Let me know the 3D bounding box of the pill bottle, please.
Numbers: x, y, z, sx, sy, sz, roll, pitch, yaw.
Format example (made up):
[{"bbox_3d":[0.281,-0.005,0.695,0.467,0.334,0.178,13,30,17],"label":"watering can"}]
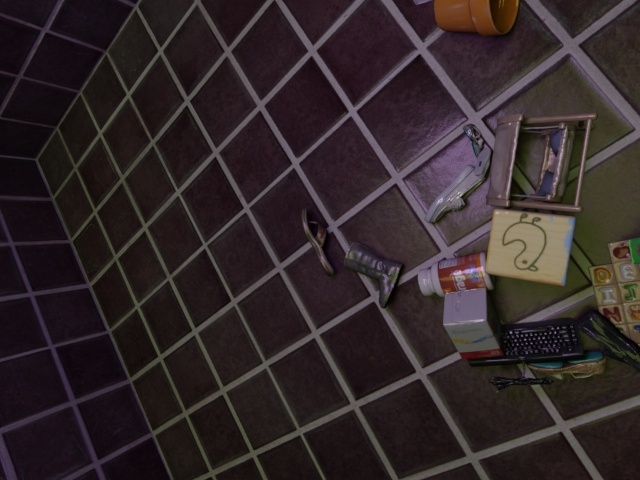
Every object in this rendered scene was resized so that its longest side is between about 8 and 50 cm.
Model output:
[{"bbox_3d":[0.428,0.116,1.306,0.216,0.121,0.121,-16,85,30],"label":"pill bottle"}]

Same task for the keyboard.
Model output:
[{"bbox_3d":[0.598,0.341,1.222,0.317,0.033,0.201,-16,54,31],"label":"keyboard"}]

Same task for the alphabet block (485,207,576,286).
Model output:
[{"bbox_3d":[0.593,0.011,1.164,0.197,0.193,0.192,8,96,29],"label":"alphabet block"}]

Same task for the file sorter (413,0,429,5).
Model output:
[{"bbox_3d":[0.389,-0.874,1.226,0.278,0.193,0.172,-2,89,30],"label":"file sorter"}]

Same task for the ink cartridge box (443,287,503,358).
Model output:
[{"bbox_3d":[0.462,0.252,1.246,0.128,0.128,0.176,-15,126,31],"label":"ink cartridge box"}]

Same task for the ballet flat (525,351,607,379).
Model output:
[{"bbox_3d":[0.712,0.370,1.193,0.206,0.073,0.067,-15,100,33],"label":"ballet flat"}]

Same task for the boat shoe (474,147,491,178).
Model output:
[{"bbox_3d":[0.503,-0.236,1.266,0.035,0.035,0.100,4,65,48],"label":"boat shoe"}]

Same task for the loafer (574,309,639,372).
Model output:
[{"bbox_3d":[0.804,0.290,1.119,0.223,0.076,0.078,48,120,23],"label":"loafer"}]

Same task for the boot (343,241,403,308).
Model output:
[{"bbox_3d":[0.175,0.123,1.479,0.209,0.076,0.189,20,89,21],"label":"boot"}]

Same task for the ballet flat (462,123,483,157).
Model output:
[{"bbox_3d":[0.487,-0.317,1.293,0.041,0.041,0.114,-26,82,29],"label":"ballet flat"}]

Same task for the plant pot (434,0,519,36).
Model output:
[{"bbox_3d":[0.449,-0.702,1.210,0.188,0.205,0.205,14,101,44],"label":"plant pot"}]

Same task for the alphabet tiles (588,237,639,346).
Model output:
[{"bbox_3d":[0.906,0.156,1.097,0.285,0.011,0.342,-14,86,30],"label":"alphabet tiles"}]

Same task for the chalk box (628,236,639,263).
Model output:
[{"bbox_3d":[0.892,0.010,1.016,0.213,0.132,0.132,-11,89,31],"label":"chalk box"}]

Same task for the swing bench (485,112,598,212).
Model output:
[{"bbox_3d":[0.605,-0.215,1.158,0.255,0.165,0.253,8,98,30],"label":"swing bench"}]

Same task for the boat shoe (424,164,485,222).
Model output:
[{"bbox_3d":[0.427,-0.133,1.311,0.076,0.083,0.226,44,112,21],"label":"boat shoe"}]

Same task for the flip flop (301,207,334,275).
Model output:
[{"bbox_3d":[0.000,0.000,1.564,0.080,0.112,0.277,-26,77,2],"label":"flip flop"}]
